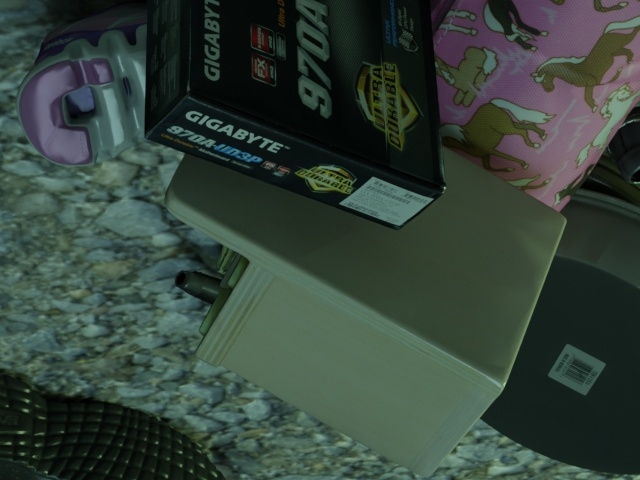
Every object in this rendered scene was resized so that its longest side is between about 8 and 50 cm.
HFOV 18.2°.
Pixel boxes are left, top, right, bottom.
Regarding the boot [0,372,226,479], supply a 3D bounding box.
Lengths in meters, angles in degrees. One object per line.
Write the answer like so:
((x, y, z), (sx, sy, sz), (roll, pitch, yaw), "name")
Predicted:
((-0.259, 0.227, 1.776), (0.338, 0.118, 0.222), (29, 136, -22), "boot")

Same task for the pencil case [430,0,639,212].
((0.127, -0.116, 1.305), (0.160, 0.167, 0.386), (44, 138, 11), "pencil case")

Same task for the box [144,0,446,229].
((-0.016, -0.129, 1.173), (0.175, 0.220, 0.051), (20, 140, -28), "box")

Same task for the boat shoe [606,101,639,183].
((0.307, -0.058, 1.471), (0.206, 0.065, 0.075), (7, 142, -15), "boat shoe")

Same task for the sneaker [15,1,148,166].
((-0.088, -0.125, 1.322), (0.236, 0.104, 0.095), (-13, 119, -7), "sneaker")

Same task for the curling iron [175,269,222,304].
((-0.002, 0.065, 1.627), (0.274, 0.035, 0.068), (21, 143, -31), "curling iron")

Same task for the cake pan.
((0.202, 0.080, 1.547), (0.293, 0.054, 0.293), (19, 142, 15), "cake pan")

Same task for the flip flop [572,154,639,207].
((0.268, 0.001, 1.546), (0.277, 0.080, 0.112), (35, 136, -21), "flip flop")

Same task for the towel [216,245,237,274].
((0.000, 0.000, 1.550), (0.148, 0.027, 0.110), (9, 140, -16), "towel")

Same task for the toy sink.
((0.011, 0.015, 1.263), (0.234, 0.153, 0.131), (29, 138, -4), "toy sink")
